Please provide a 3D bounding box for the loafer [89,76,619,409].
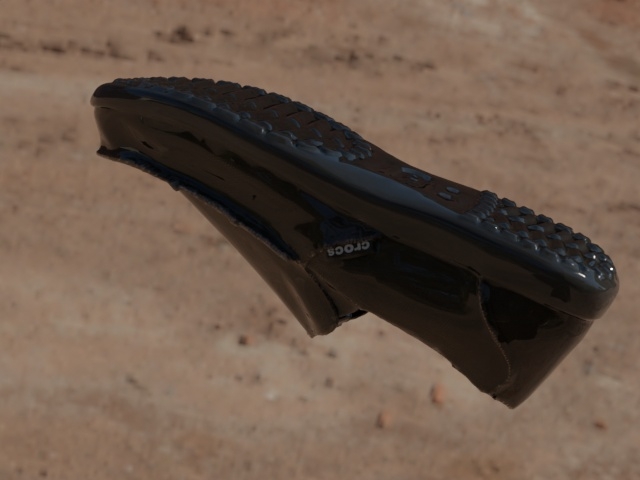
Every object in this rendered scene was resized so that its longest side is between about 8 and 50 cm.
[{"bbox_3d":[0.000,0.000,0.619,0.220,0.078,0.080,26,15,18],"label":"loafer"}]
